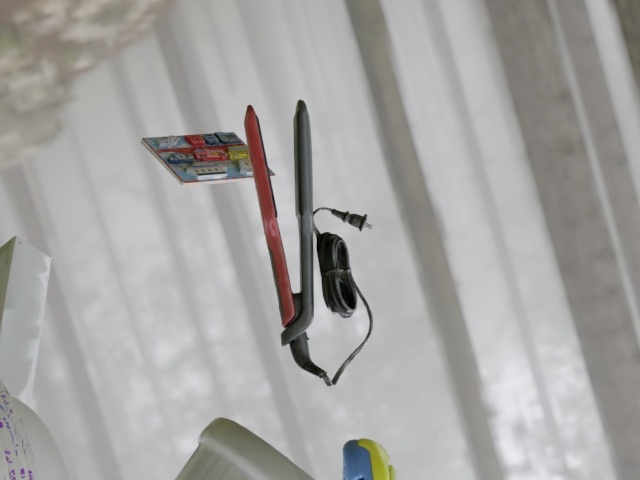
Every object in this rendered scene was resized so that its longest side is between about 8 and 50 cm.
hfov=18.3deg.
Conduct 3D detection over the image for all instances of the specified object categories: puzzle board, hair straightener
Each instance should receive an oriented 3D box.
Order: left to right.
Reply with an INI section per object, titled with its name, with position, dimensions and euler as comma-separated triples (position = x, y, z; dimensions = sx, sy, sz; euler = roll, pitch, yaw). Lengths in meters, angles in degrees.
[puzzle board]
position = -0.126, -0.095, 2.244
dimensions = 0.128, 0.011, 0.096
euler = -7, -143, -37
[hair straightener]
position = 0.000, 0.000, 1.561
dimensions = 0.089, 0.230, 0.047
euler = -9, 172, -6

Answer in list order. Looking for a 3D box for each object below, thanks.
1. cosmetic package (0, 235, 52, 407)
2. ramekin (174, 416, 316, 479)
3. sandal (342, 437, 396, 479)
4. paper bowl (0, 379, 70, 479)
[cosmetic package]
position = -0.364, 0.117, 2.235
dimensions = 0.099, 0.060, 0.239
euler = -35, -143, 34
[ramekin]
position = -0.023, 0.270, 1.518
dimensions = 0.127, 0.273, 0.273
euler = -47, -162, -12
[sandal]
position = 0.022, 0.378, 2.223
dimensions = 0.138, 0.317, 0.126
euler = 5, -178, 8
[paper bowl]
position = -0.291, 0.219, 1.503
dimensions = 0.148, 0.284, 0.284
euler = 0, 178, -39
